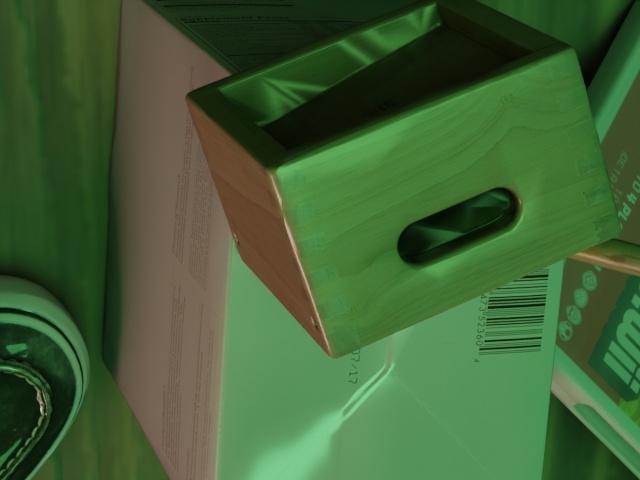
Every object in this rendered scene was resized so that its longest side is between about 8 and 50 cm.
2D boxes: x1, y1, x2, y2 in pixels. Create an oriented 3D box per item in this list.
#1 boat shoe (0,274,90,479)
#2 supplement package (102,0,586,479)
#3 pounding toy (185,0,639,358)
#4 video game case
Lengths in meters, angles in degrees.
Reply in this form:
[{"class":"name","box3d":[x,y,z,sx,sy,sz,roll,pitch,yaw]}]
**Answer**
[{"class":"boat shoe","box3d":[-0.243,0.141,0.863,0.335,0.119,0.121,-34,114,-5]},{"class":"supplement package","box3d":[0.000,0.000,0.852,0.149,0.203,0.194,-1,108,-19]},{"class":"pounding toy","box3d":[0.047,-0.018,0.677,0.141,0.130,0.100,-22,113,-11]},{"class":"video game case","box3d":[0.212,0.042,0.983,0.285,0.025,0.204,44,61,-25]}]
